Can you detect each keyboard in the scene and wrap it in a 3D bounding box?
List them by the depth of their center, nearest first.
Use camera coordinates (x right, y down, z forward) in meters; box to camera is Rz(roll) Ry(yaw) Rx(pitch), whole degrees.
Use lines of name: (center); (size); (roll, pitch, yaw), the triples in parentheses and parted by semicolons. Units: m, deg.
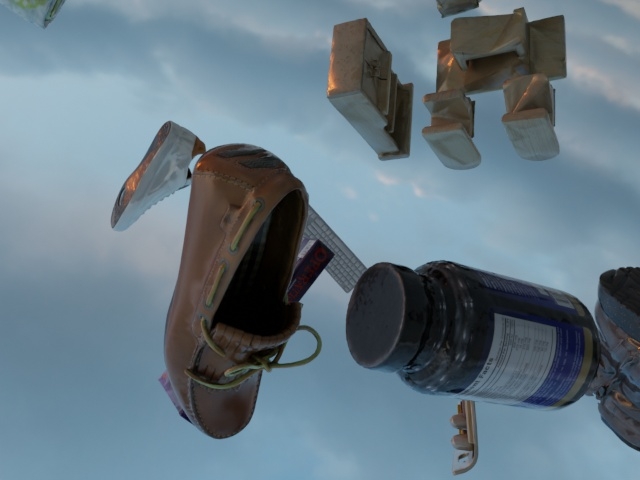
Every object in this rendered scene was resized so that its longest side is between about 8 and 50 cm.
keyboard: (0.000, 0.000, 1.471); (0.256, 0.072, 0.014); (48, 179, 5)

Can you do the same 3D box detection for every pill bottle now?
pill bottle: (0.140, 0.086, 0.614); (0.219, 0.123, 0.123); (14, -143, -26)

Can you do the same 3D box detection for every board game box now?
board game box: (-0.132, 0.135, 1.127); (0.056, 0.347, 0.208); (43, 168, -24)

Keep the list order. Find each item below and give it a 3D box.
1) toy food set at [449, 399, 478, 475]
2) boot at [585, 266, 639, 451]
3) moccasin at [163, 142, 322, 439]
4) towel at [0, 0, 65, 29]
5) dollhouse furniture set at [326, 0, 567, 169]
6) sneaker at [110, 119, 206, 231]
toy food set: (0.296, 0.341, 1.475); (0.092, 0.306, 0.220); (-4, 173, 12)
boot: (0.463, 0.210, 0.859); (0.118, 0.223, 0.338); (-9, -143, -9)
moccasin: (-0.083, 0.083, 0.752); (0.139, 0.380, 0.147); (-12, -143, -46)
towel: (-0.412, -0.495, 0.802); (0.374, 0.320, 0.090); (35, -169, -14)
dollhouse furniture set: (0.247, -0.297, 1.217); (0.256, 0.394, 0.362); (35, -124, -56)
sneaker: (-0.353, -0.117, 1.463); (0.123, 0.290, 0.106); (25, -154, -35)
